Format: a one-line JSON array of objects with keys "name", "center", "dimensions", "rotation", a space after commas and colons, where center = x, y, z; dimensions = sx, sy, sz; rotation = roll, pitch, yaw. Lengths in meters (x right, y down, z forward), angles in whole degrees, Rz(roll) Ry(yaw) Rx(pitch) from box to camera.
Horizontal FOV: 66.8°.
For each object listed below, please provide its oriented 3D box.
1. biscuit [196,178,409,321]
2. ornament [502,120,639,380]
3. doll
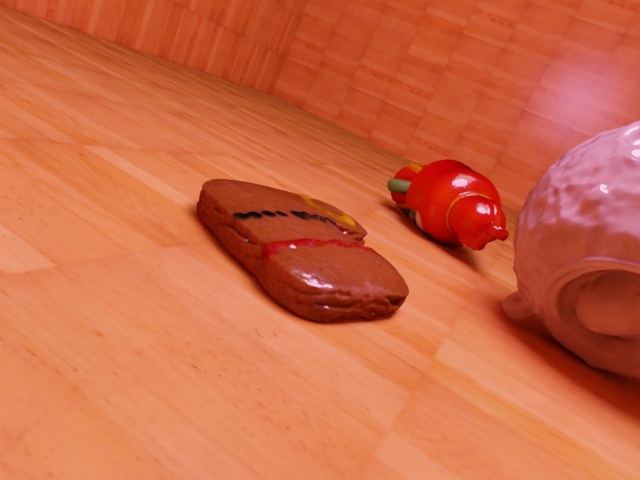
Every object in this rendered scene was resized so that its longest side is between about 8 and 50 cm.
[{"name": "biscuit", "center": [0.001, -0.002, 0.577], "dimensions": [0.262, 0.052, 0.277], "rotation": [9, 22, -41]}, {"name": "ornament", "center": [0.430, 0.007, 0.629], "dimensions": [0.337, 0.337, 0.337], "rotation": [22, 16, -7]}, {"name": "doll", "center": [0.270, -0.076, 0.994], "dimensions": [0.182, 0.160, 0.363], "rotation": [19, 17, -22]}]
